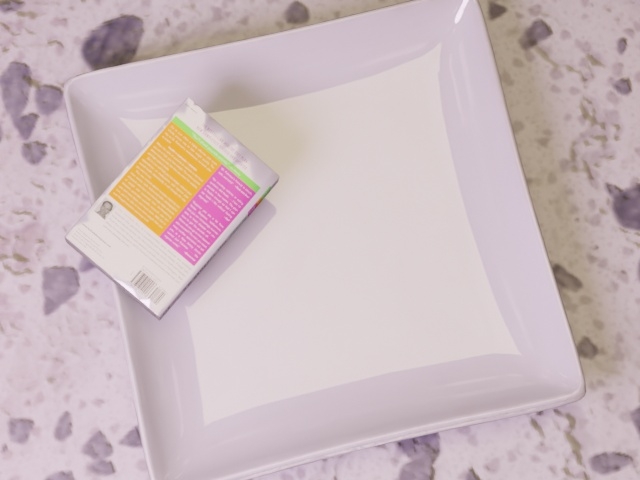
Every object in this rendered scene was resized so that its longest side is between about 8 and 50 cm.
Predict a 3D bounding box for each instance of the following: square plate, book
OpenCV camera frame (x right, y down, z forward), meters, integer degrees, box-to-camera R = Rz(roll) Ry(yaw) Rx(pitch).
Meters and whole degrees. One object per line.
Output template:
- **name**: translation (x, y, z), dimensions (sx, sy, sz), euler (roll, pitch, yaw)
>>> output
- **square plate**: translation (0.000, 0.000, 1.543), dimensions (0.344, 0.049, 0.347), euler (-13, 77, -5)
- **book**: translation (-0.113, -0.024, 1.503), dimensions (0.096, 0.035, 0.144), euler (40, 78, 4)
